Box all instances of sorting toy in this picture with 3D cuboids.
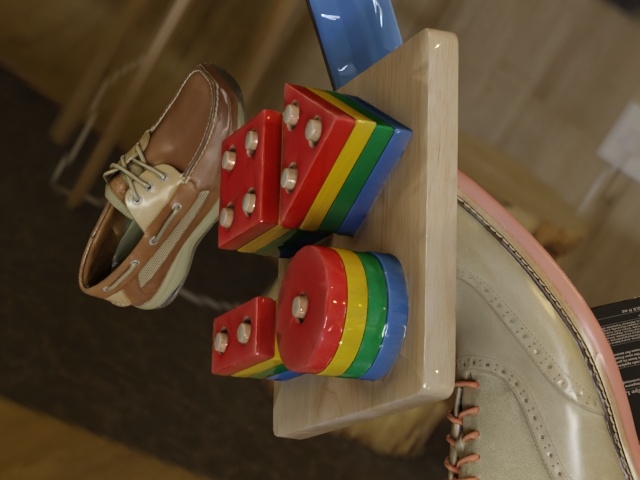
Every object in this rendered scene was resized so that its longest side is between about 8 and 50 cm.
[{"bbox_3d":[0.000,0.000,1.208,0.089,0.257,0.255,8,-16,-23],"label":"sorting toy"}]

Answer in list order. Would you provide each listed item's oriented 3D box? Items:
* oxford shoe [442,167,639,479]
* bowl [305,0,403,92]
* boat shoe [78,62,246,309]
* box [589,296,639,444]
[{"bbox_3d":[0.144,0.130,1.198,0.397,0.146,0.140,60,-9,6],"label":"oxford shoe"},{"bbox_3d":[0.027,-0.240,1.677,0.391,0.077,0.391,-17,90,-87],"label":"bowl"},{"bbox_3d":[-0.188,-0.052,1.914,0.119,0.324,0.122,2,33,-40],"label":"boat shoe"},{"bbox_3d":[0.318,0.137,1.409,0.261,0.103,0.184,-12,39,4],"label":"box"}]
